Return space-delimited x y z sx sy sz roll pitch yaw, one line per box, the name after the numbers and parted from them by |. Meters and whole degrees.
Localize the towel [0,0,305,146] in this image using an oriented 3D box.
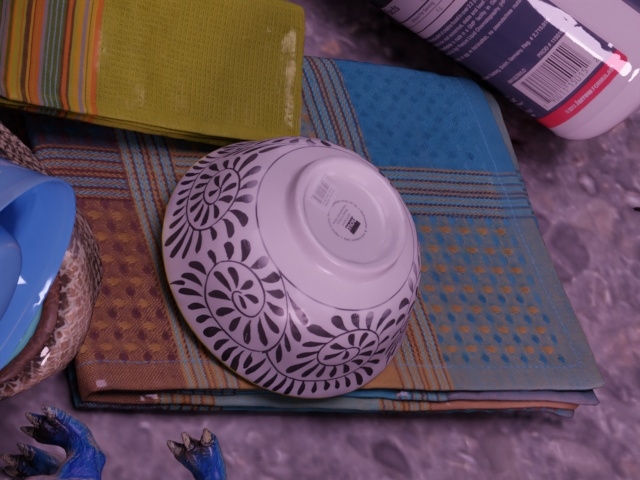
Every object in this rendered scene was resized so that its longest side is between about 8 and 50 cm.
-0.104 -0.116 1.143 0.237 0.021 0.102 9 82 -38 | towel

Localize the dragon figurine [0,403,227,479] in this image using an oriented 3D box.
-0.096 0.173 0.978 0.289 0.085 0.144 15 52 -20 | dragon figurine

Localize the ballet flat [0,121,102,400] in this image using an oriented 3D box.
-0.305 -0.108 1.011 0.483 0.164 0.182 44 12 -6 | ballet flat

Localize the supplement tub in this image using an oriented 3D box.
0.134 -0.216 1.362 0.272 0.191 0.191 35 45 -9 | supplement tub

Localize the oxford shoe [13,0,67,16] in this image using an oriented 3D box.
-0.133 -0.237 1.209 0.348 0.123 0.130 -34 111 -46 | oxford shoe

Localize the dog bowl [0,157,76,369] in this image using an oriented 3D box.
-0.225 0.078 0.855 0.074 0.166 0.297 34 84 9 | dog bowl

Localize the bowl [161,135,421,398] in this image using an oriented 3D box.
0.000 0.000 1.120 0.170 0.080 0.170 15 58 -26 | bowl

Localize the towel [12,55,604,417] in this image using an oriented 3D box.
-0.011 -0.010 1.217 0.370 0.040 0.271 3 56 -32 | towel
